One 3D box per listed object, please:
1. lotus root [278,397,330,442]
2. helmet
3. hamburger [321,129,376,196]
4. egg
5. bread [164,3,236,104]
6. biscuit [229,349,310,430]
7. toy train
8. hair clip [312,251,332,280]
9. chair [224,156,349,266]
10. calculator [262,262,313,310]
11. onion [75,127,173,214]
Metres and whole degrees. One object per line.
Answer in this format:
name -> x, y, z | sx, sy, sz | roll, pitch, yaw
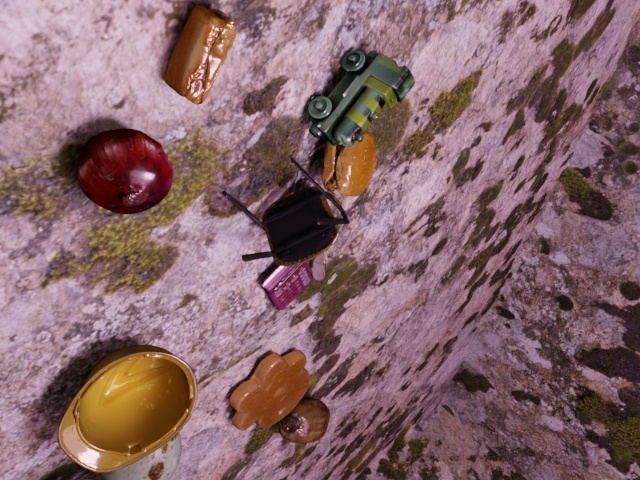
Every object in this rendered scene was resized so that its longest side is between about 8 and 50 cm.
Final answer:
lotus root -> -0.042, 0.581, 2.040 | 0.260, 0.129, 0.145 | 19, 98, -63
helmet -> -0.361, 0.287, 1.183 | 0.257, 0.140, 0.205 | -40, 118, -6
hamburger -> 0.061, -0.164, 1.314 | 0.138, 0.083, 0.147 | -11, 114, -66
egg -> -0.370, 0.430, 1.304 | 0.169, 0.169, 0.231 | -21, 150, -44
bread -> -0.169, -0.261, 0.887 | 0.053, 0.074, 0.132 | 7, 116, -47
biscuit -> -0.136, 0.423, 1.787 | 0.275, 0.052, 0.355 | -49, 154, -5
toy train -> 0.068, -0.262, 1.182 | 0.200, 0.132, 0.083 | -54, 152, 0
hair clip -> 0.000, 0.000, 1.495 | 0.226, 0.034, 0.072 | 84, 26, -48
chair -> -0.047, -0.042, 1.224 | 0.159, 0.172, 0.247 | -26, 158, 16
calculator -> -0.078, 0.093, 1.499 | 0.126, 0.034, 0.190 | -46, 158, -13
onion -> -0.272, -0.096, 0.880 | 0.131, 0.131, 0.131 | -37, 149, -26
